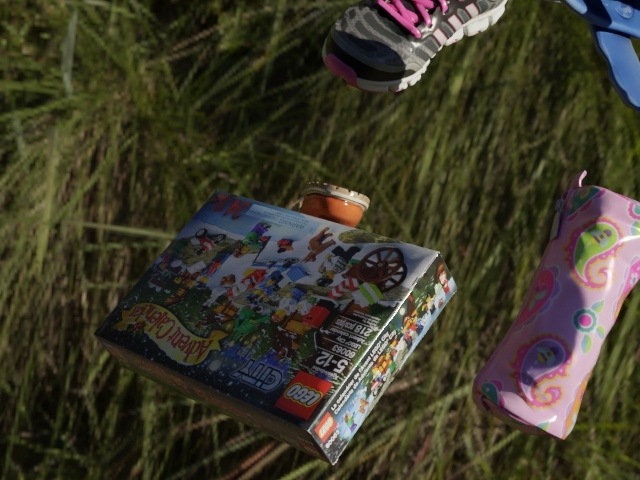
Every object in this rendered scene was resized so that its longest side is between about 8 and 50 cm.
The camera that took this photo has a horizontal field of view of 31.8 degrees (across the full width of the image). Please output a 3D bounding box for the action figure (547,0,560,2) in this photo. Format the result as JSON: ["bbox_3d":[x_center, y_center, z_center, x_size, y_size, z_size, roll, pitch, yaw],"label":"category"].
[{"bbox_3d":[0.260,-0.321,0.987,0.185,0.285,0.099,-8,-4,-13],"label":"action figure"}]

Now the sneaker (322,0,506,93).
[{"bbox_3d":[0.067,-0.151,0.691,0.063,0.075,0.170,44,54,16],"label":"sneaker"}]

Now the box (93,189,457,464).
[{"bbox_3d":[-0.038,0.053,0.827,0.233,0.044,0.159,16,58,41],"label":"box"}]

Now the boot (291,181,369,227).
[{"bbox_3d":[0.000,0.000,1.008,0.059,0.158,0.085,17,72,-7],"label":"boot"}]

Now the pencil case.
[{"bbox_3d":[0.267,0.073,1.218,0.124,0.284,0.124,26,-5,3],"label":"pencil case"}]

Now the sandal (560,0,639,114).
[{"bbox_3d":[0.122,-0.157,0.471,0.317,0.126,0.138,38,53,-15],"label":"sandal"}]
